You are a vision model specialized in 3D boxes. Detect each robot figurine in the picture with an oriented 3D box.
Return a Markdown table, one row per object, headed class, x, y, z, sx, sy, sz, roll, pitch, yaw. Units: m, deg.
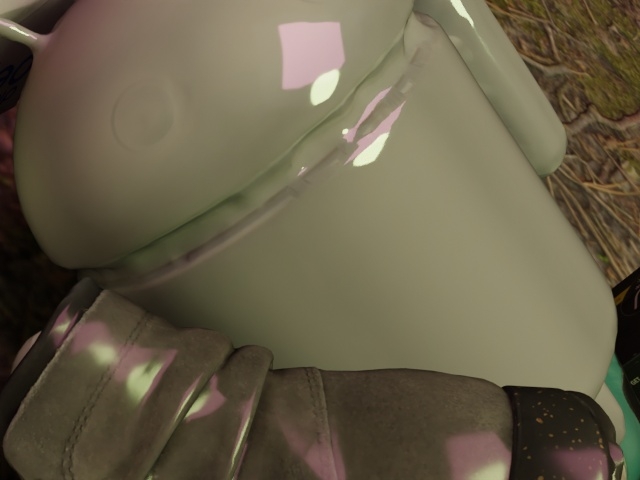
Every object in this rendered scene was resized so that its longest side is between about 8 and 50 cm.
| class | x | y | z | sx | sy | sz | roll | pitch | yaw |
| --- | --- | --- | --- | --- | --- | --- | --- | --- | --- |
| robot figurine | 0.000 | 0.000 | 0.513 | 0.300 | 0.199 | 0.353 | -47 | 113 | -25 |

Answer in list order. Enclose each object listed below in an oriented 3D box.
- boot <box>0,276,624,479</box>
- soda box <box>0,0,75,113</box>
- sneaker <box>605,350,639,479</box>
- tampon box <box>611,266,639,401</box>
| class | x | y | z | sx | sy | sz | roll | pitch | yaw |
| --- | --- | --- | --- | --- | --- | --- | --- | --- | --- |
| boot | -0.032 | 0.195 | 0.383 | 0.222 | 0.118 | 0.338 | 10 | 76 | -6 |
| soda box | -0.208 | -0.078 | 0.450 | 0.091 | 0.098 | 0.286 | 40 | 27 | -3 |
| sneaker | 0.100 | 0.037 | 0.699 | 0.121 | 0.108 | 0.302 | -26 | 82 | -52 |
| tampon box | 0.270 | 0.100 | 0.771 | 0.161 | 0.120 | 0.101 | 36 | 38 | -10 |
